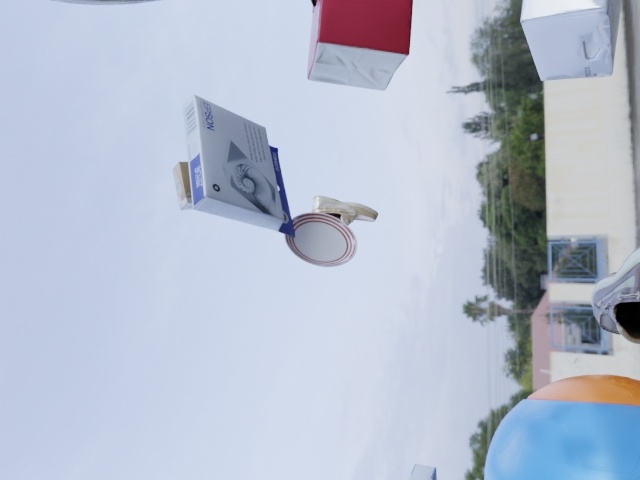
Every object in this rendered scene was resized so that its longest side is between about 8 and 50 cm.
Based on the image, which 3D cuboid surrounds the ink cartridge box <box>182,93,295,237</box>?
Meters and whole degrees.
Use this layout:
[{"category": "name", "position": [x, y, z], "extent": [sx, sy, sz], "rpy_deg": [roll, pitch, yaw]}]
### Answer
[{"category": "ink cartridge box", "position": [-0.131, -0.128, 0.865], "extent": [0.224, 0.045, 0.223], "rpy_deg": [16, -129, -45]}]

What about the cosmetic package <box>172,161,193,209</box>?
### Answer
[{"category": "cosmetic package", "position": [-0.347, -0.141, 1.253], "extent": [0.041, 0.060, 0.114], "rpy_deg": [-7, -103, -36]}]

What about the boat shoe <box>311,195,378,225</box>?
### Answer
[{"category": "boat shoe", "position": [0.059, -0.064, 1.217], "extent": [0.063, 0.170, 0.059], "rpy_deg": [97, -175, -71]}]

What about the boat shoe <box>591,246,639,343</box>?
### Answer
[{"category": "boat shoe", "position": [0.435, 0.097, 0.677], "extent": [0.095, 0.095, 0.257], "rpy_deg": [-66, -27, -20]}]

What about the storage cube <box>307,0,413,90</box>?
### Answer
[{"category": "storage cube", "position": [0.077, -0.454, 1.027], "extent": [0.184, 0.215, 0.192], "rpy_deg": [147, 128, -80]}]

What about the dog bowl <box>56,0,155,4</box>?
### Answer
[{"category": "dog bowl", "position": [-0.177, -0.385, 0.425], "extent": [0.408, 0.409, 0.150], "rpy_deg": [-22, -86, -63]}]

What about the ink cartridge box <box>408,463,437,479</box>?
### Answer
[{"category": "ink cartridge box", "position": [0.224, 0.570, 1.055], "extent": [0.089, 0.052, 0.122], "rpy_deg": [-17, -75, -65]}]

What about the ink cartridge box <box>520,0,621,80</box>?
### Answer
[{"category": "ink cartridge box", "position": [0.452, -0.472, 0.843], "extent": [0.223, 0.129, 0.307], "rpy_deg": [18, -100, -56]}]

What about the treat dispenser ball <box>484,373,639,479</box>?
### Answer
[{"category": "treat dispenser ball", "position": [0.339, 0.302, 0.553], "extent": [0.288, 0.289, 0.287], "rpy_deg": [-1, -90, -64]}]

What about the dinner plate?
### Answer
[{"category": "dinner plate", "position": [0.000, 0.000, 0.915], "extent": [0.141, 0.141, 0.017], "rpy_deg": [-61, -9, -46]}]
